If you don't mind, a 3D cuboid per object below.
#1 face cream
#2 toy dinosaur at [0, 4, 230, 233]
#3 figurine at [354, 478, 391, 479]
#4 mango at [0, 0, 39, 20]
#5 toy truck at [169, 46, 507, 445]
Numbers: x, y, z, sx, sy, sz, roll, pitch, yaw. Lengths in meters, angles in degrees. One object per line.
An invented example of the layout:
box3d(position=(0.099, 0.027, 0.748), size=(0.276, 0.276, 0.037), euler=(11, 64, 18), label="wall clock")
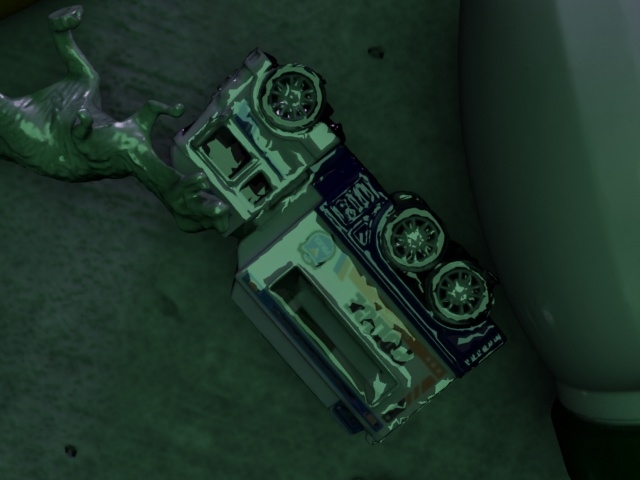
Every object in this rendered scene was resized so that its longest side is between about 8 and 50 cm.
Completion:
box3d(position=(0.218, -0.029, 0.891), size=(0.219, 0.312, 0.357), euler=(-14, 99, 15), label="face cream")
box3d(position=(-0.221, -0.111, 0.921), size=(0.383, 0.076, 0.129), euler=(22, 120, 20), label="toy dinosaur")
box3d(position=(0.057, 0.215, 0.998), size=(0.086, 0.094, 0.082), euler=(53, 49, -1), label="figurine")
box3d(position=(-0.214, -0.276, 0.933), size=(0.331, 0.142, 0.195), euler=(-39, 99, -5), label="mango")
box3d(position=(0.000, 0.000, 0.969), size=(0.155, 0.124, 0.268), euler=(-41, 96, 3), label="toy truck")
